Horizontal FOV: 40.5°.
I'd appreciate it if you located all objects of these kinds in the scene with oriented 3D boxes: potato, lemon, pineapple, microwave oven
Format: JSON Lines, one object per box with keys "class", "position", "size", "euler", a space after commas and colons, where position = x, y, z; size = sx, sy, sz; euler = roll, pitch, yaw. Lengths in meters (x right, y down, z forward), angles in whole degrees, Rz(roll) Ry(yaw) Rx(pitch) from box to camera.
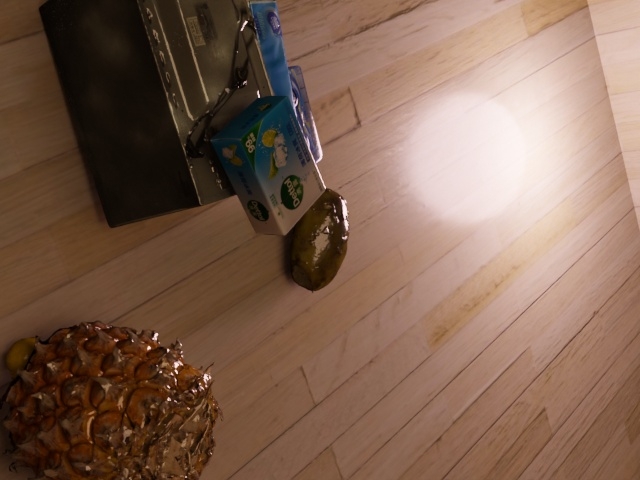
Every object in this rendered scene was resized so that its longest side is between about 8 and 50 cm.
{"class": "potato", "position": [0.000, 0.000, 2.005], "size": [0.149, 0.113, 0.251], "euler": [22, 72, -46]}
{"class": "lemon", "position": [-0.518, 0.208, 1.517], "size": [0.062, 0.062, 0.083], "euler": [36, 65, -38]}
{"class": "pineapple", "position": [-0.341, 0.310, 1.494], "size": [0.352, 0.300, 0.352], "euler": [-32, 130, -48]}
{"class": "microwave oven", "position": [-0.274, -0.275, 1.572], "size": [0.236, 0.374, 0.432], "euler": [-23, 100, -42]}

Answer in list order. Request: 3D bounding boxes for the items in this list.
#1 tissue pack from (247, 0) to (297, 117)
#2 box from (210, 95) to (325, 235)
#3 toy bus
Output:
{"class": "tissue pack", "position": [-0.172, -0.343, 1.789], "size": [0.146, 0.198, 0.263], "euler": [-18, 102, -47]}
{"class": "box", "position": [-0.083, -0.126, 1.460], "size": [0.139, 0.073, 0.194], "euler": [-50, 130, -36]}
{"class": "toy bus", "position": [-0.060, -0.279, 1.980], "size": [0.094, 0.079, 0.236], "euler": [-26, 107, -44]}
